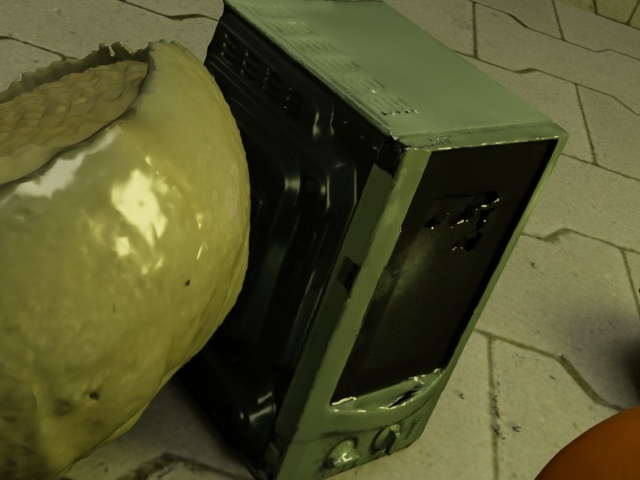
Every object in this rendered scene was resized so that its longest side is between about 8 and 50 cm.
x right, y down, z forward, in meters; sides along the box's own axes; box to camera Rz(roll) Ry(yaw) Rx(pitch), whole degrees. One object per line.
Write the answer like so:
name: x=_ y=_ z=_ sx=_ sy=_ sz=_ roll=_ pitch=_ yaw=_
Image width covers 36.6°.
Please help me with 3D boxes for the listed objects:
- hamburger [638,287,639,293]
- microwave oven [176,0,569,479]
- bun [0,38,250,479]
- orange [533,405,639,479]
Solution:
hamburger: x=0.414 y=0.113 z=0.925 sx=0.237 sy=0.147 sz=0.237 roll=17 pitch=29 yaw=-10
microwave oven: x=0.000 y=0.000 z=0.717 sx=0.181 sy=0.295 sz=0.237 roll=-11 pitch=43 yaw=-40
bun: x=-0.199 y=0.034 z=0.584 sx=0.364 sy=0.202 sz=0.364 roll=-21 pitch=23 yaw=9
orange: x=0.235 y=0.225 z=0.498 sx=0.312 sy=0.312 sz=0.312 roll=15 pitch=31 yaw=-9
